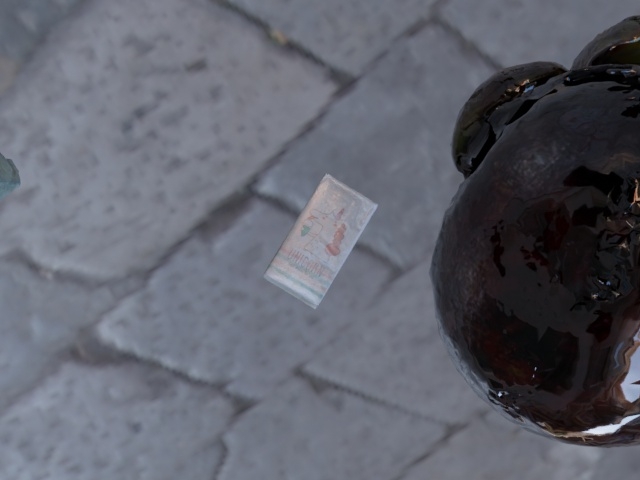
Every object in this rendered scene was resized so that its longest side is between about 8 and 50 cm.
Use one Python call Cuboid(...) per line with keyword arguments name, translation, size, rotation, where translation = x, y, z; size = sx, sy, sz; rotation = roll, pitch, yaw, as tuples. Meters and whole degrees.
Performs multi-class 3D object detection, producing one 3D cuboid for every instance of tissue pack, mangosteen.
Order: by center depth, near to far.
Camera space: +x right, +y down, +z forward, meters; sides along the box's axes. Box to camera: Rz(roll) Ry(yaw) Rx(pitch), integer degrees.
Cuboid(name="tissue pack", translation=(0.000, 0.000, 1.452), size=(0.108, 0.056, 0.023), rotation=(-58, -178, -16))
Cuboid(name="mangosteen", translation=(0.295, -0.006, 1.627), size=(0.381, 0.421, 0.381), rotation=(5, 128, 6))

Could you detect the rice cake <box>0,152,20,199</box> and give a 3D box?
Cuboid(name="rice cake", translation=(-0.274, -0.013, 1.078), size=(0.124, 0.038, 0.211), rotation=(-37, 175, 8))
